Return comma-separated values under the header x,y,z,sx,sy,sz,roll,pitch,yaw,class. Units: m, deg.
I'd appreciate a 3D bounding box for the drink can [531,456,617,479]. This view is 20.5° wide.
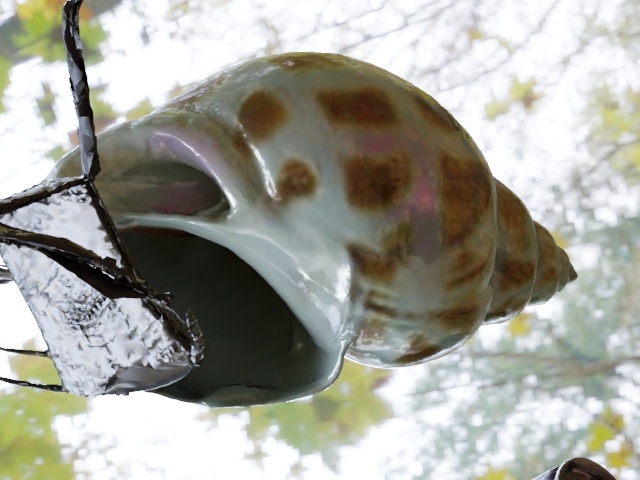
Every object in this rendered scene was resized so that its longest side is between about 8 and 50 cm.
x,y,z,sx,sy,sz,roll,pitch,yaw,class
0.135,0.261,1.395,0.097,0.235,0.097,29,-139,-29,drink can

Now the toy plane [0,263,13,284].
x,y,z,sx,sy,sz,roll,pitch,yaw,class
-0.267,0.039,1.118,0.053,0.197,0.078,36,-111,-55,toy plane

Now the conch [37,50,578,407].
x,y,z,sx,sy,sz,roll,pitch,yaw,class
-0.001,0.000,1.198,0.368,0.197,0.249,19,-82,0,conch

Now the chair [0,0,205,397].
x,y,z,sx,sy,sz,roll,pitch,yaw,class
-0.157,-0.004,0.839,0.149,0.174,0.213,-30,-82,-47,chair
